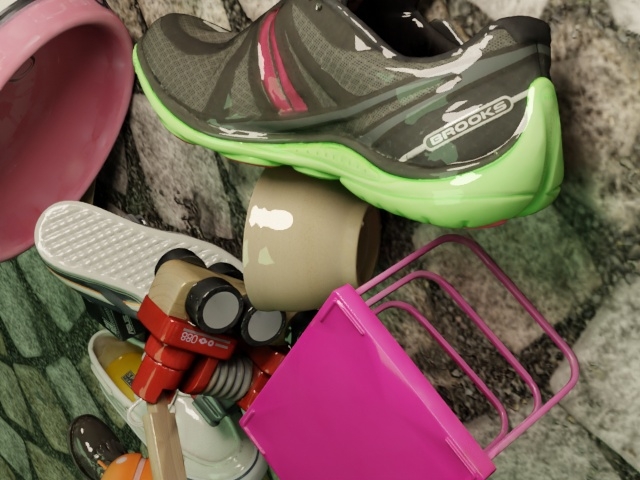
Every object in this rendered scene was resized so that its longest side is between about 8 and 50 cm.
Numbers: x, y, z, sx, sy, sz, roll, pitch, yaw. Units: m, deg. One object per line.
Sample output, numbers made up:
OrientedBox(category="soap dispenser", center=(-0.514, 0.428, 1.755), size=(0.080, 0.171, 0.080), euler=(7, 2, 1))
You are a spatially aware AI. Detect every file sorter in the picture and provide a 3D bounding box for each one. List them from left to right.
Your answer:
OrientedBox(category="file sorter", center=(0.085, 0.162, 1.007), size=(0.202, 0.182, 0.290), euler=(51, 143, 14))

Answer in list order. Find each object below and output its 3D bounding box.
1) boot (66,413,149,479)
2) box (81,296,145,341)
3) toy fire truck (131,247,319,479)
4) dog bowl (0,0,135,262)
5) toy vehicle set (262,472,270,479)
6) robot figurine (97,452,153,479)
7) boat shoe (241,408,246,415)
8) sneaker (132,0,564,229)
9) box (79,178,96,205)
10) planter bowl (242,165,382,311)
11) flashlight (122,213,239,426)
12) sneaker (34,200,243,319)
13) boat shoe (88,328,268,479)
OrientedBox(category="boot", center=(-0.293, 0.373, 1.651), size=(0.263, 0.091, 0.229), euler=(55, 140, 1))
OrientedBox(category="box", center=(-0.340, 0.045, 1.529), size=(0.191, 0.045, 0.184), euler=(19, 127, 60))
OrientedBox(category="toy fire truck", center=(-0.115, 0.165, 1.141), size=(0.158, 0.217, 0.246), euler=(34, 100, 50))
OrientedBox(category="dog bowl", center=(-0.378, -0.148, 1.196), size=(0.150, 0.408, 0.408), euler=(30, 137, 12))
OrientedBox(category="toy vehicle set", center=(-0.162, 0.380, 1.585), size=(0.267, 0.035, 0.166), euler=(-6, 110, 52))
OrientedBox(category="robot figurine", center=(-0.235, 0.388, 1.487), size=(0.128, 0.219, 0.158), euler=(-168, 93, -88))
OrientedBox(category="boat shoe", center=(-0.008, 0.261, 1.293), size=(0.226, 0.083, 0.076), euler=(50, 133, -5))
OrientedBox(category="sneaker", center=(0.017, -0.157, 0.912), size=(0.483, 0.185, 0.202), euler=(19, 110, 38))
OrientedBox(category="box", center=(-0.381, -0.077, 1.473), size=(0.225, 0.037, 0.136), euler=(-17, 64, 53))
OrientedBox(category="planter bowl", center=(0.000, 0.000, 1.039), size=(0.109, 0.162, 0.162), euler=(7, 123, 18))
OrientedBox(category="flashlight", center=(-0.201, 0.107, 1.375), size=(0.304, 0.103, 0.103), euler=(49, -175, 8))
OrientedBox(category="sneaker", center=(-0.205, 0.048, 1.287), size=(0.321, 0.126, 0.127), euler=(28, 165, -6))
OrientedBox(category="boat shoe", center=(-0.223, 0.223, 1.456), size=(0.367, 0.136, 0.156), euler=(33, 155, 42))
